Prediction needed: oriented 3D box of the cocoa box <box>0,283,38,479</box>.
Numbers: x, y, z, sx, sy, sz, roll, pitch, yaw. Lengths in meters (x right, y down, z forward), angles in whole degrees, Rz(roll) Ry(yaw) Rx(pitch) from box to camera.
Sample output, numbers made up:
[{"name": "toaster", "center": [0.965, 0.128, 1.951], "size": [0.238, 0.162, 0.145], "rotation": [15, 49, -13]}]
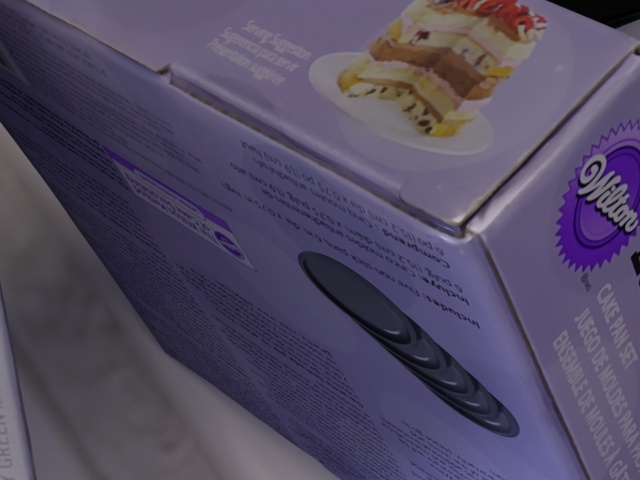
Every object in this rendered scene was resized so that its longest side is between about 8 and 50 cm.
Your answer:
[{"name": "cocoa box", "center": [-0.264, 0.055, 0.467], "size": [0.228, 0.347, 0.231], "rotation": [2, 65, -39]}]

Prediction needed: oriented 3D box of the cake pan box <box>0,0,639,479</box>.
[{"name": "cake pan box", "center": [0.000, 0.000, 0.514], "size": [0.070, 0.246, 0.267], "rotation": [-45, 48, -17]}]

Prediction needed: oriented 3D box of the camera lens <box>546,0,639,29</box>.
[{"name": "camera lens", "center": [0.024, -0.202, 0.616], "size": [0.219, 0.219, 0.274], "rotation": [-11, 82, 0]}]
